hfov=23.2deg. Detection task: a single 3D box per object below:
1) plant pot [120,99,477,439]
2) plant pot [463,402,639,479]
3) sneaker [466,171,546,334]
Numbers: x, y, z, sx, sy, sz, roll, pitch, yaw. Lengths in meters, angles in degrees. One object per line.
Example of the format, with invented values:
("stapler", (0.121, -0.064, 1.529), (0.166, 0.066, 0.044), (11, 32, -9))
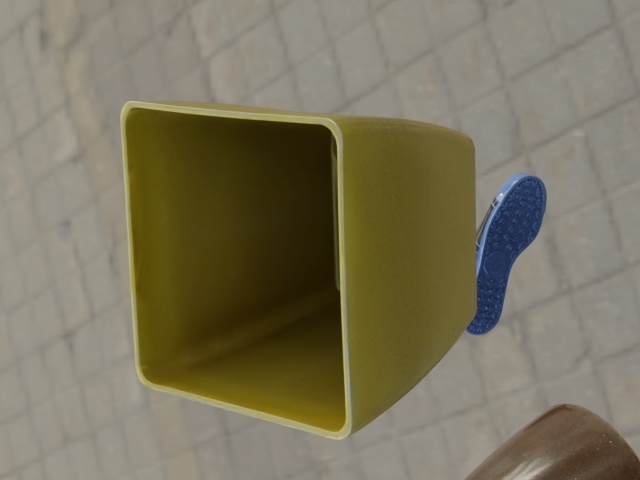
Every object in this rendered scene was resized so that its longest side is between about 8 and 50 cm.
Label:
("plant pot", (0.000, 0.000, 1.122), (0.212, 0.187, 0.212), (9, 106, 41))
("plant pot", (0.220, 0.323, 1.716), (0.215, 0.230, 0.215), (42, 144, 41))
("sneaker", (0.225, 0.008, 2.088), (0.090, 0.081, 0.232), (46, 118, 59))
